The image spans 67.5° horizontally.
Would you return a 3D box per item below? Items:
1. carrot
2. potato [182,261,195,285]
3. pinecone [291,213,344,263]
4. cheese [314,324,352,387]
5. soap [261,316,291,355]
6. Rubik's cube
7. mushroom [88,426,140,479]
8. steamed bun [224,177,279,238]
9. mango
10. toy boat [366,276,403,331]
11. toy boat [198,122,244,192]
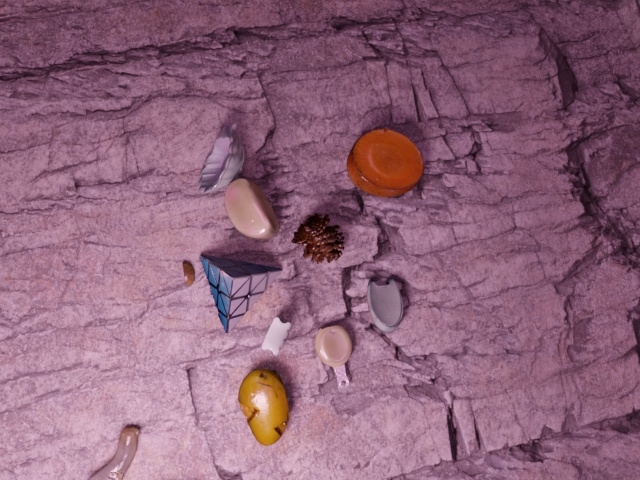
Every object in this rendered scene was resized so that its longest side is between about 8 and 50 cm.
[{"bbox_3d":[0.261,-0.303,1.895,0.308,0.100,0.258,11,81,-6],"label":"carrot"},{"bbox_3d":[-0.484,0.117,1.759,0.037,0.036,0.093,-12,80,-5],"label":"potato"},{"bbox_3d":[-0.001,-0.002,1.779,0.195,0.150,0.179,40,77,2],"label":"pinecone"},{"bbox_3d":[0.058,0.423,1.750,0.138,0.064,0.227,-13,82,-7],"label":"cheese"},{"bbox_3d":[-0.155,0.332,1.673,0.067,0.198,0.118,25,78,0],"label":"soap"},{"bbox_3d":[-0.307,0.157,1.722,0.234,0.228,0.228,-25,37,25],"label":"Rubik's cube"},{"bbox_3d":[-0.688,0.756,1.591,0.096,0.099,0.277,36,73,-13],"label":"mushroom"},{"bbox_3d":[-0.264,-0.101,1.768,0.153,0.170,0.238,-28,81,12],"label":"steamed bun"},{"bbox_3d":[-0.192,0.575,1.661,0.167,0.130,0.261,-17,86,-4],"label":"mango"},{"bbox_3d":[0.241,0.243,1.809,0.134,0.079,0.207,-5,69,-15],"label":"toy boat"},{"bbox_3d":[-0.360,-0.296,1.798,0.100,0.200,0.290,25,69,-39],"label":"toy boat"}]
